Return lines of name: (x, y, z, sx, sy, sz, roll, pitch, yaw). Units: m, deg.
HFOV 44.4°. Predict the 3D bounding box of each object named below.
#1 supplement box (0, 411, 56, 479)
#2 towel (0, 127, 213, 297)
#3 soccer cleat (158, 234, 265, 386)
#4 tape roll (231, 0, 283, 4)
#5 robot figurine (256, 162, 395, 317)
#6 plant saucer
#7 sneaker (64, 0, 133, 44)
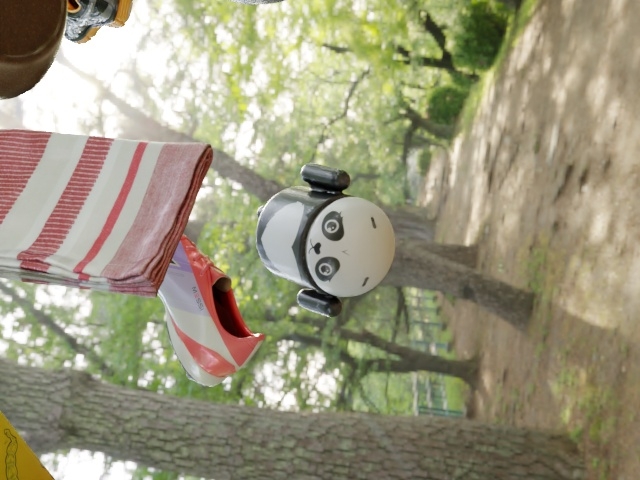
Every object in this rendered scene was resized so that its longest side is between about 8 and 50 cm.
supplement box: (-0.511, 0.307, 0.990, 0.195, 0.194, 0.356, -68, -36, -49)
towel: (-0.315, -0.050, 0.937, 0.037, 0.329, 0.237, 87, -168, -47)
soccer cleat: (-0.190, 0.043, 1.102, 0.318, 0.116, 0.108, 59, -156, 13)
tape roll: (-0.059, -0.349, 0.776, 0.072, 0.219, 0.219, 41, -125, -72)
robot figurine: (-0.002, -0.002, 1.331, 0.173, 0.278, 0.209, -46, -57, -21)
plant saucer: (-0.220, -0.175, 0.501, 0.168, 0.029, 0.168, 35, -130, -57)
sneaker: (-0.356, -0.349, 1.158, 0.083, 0.215, 0.084, 10, -96, -40)
